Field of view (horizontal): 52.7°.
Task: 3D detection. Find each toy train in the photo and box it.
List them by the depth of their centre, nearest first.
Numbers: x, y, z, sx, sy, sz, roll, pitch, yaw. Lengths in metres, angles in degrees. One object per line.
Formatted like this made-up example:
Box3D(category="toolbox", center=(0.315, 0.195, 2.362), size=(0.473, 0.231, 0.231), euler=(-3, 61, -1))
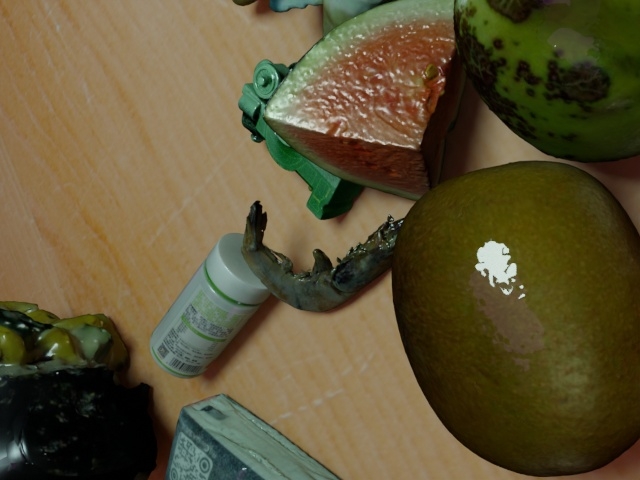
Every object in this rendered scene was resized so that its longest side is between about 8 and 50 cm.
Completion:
Box3D(category="toy train", center=(-0.017, -0.114, 0.678), size=(0.178, 0.071, 0.104), euler=(46, 131, 24))

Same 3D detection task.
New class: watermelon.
Box3D(category="watermelon", center=(0.064, -0.128, 0.555), size=(0.137, 0.193, 0.145), euler=(5, 75, 59))

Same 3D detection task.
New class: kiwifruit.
Box3D(category="kiwifruit", center=(0.153, 0.059, 0.484), size=(0.196, 0.196, 0.233), euler=(-18, 88, 38))

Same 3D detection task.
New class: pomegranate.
Box3D(category="pomegranate", center=(0.175, -0.190, 0.430), size=(0.222, 0.204, 0.276), euler=(-45, 67, 33))

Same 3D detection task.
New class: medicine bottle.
Box3D(category="medicine bottle", center=(-0.129, 0.082, 0.773), size=(0.183, 0.086, 0.086), euler=(-49, 66, 30))

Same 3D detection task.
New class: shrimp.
Box3D(category="shrimp", center=(0.001, -0.002, 0.652), size=(0.148, 0.035, 0.195), euler=(43, 123, -15))

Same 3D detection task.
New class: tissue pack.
Box3D(category="tissue pack", center=(-0.106, 0.378, 0.776), size=(0.228, 0.103, 0.315), euler=(26, 109, 35))

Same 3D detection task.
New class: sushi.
Box3D(category="sushi", center=(-0.397, 0.209, 0.856), size=(0.329, 0.328, 0.285), euler=(-23, 70, 39))

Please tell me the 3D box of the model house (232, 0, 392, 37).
Box3D(category="model house", center=(-0.038, -0.291, 0.564), size=(0.325, 0.267, 0.194), euler=(-43, 23, 58))
